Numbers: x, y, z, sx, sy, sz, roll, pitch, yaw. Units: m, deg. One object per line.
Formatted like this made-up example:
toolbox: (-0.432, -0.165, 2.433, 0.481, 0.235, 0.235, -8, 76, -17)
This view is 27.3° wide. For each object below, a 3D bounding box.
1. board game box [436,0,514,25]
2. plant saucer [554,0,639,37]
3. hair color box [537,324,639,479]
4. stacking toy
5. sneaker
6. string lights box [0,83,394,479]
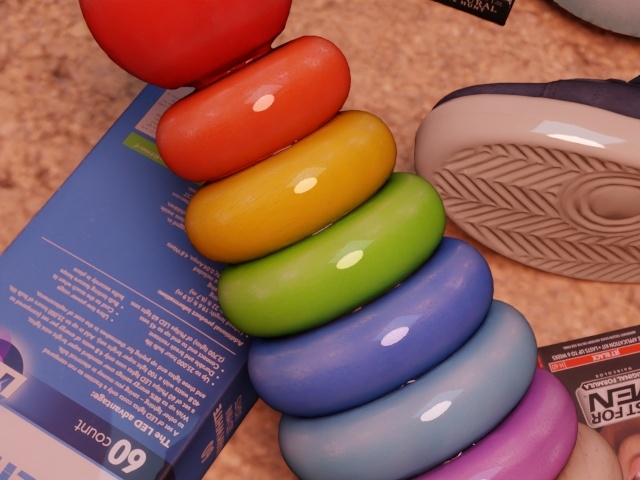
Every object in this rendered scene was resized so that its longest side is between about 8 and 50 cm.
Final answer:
board game box: (0.050, -0.218, 0.831, 0.186, 0.026, 0.126, 21, 62, 7)
plant saucer: (0.206, -0.213, 0.780, 0.195, 0.037, 0.195, -3, 70, 7)
hair color box: (0.156, 0.116, 0.649, 0.072, 0.043, 0.141, -12, 64, -12)
stacking toy: (0.000, 0.000, 0.561, 0.141, 0.141, 0.330, -33, 102, -20)
sneaker: (0.219, -0.062, 0.708, 0.350, 0.131, 0.148, 8, 62, -12)
string lights box: (-0.086, 0.035, 0.655, 0.133, 0.077, 0.259, 30, 64, 12)
